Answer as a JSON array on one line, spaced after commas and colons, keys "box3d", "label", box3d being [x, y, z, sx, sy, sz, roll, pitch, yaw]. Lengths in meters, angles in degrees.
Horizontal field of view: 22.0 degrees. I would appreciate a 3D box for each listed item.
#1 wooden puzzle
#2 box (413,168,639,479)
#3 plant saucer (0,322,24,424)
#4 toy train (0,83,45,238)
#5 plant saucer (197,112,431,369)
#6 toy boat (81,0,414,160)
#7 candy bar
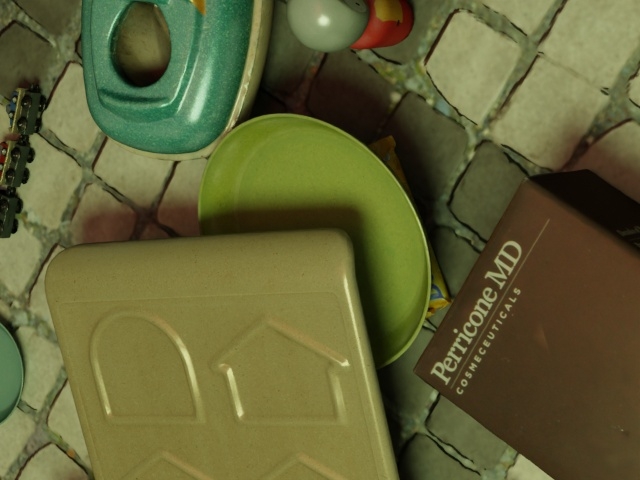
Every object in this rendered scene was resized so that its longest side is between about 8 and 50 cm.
[{"box3d": [-0.071, 0.162, 1.460, 0.322, 0.080, 0.348, -4, 102, 31], "label": "wooden puzzle"}, {"box3d": [0.282, 0.124, 1.244, 0.381, 0.143, 0.191, 36, 111, 24], "label": "box"}, {"box3d": [-0.340, 0.130, 1.662, 0.119, 0.021, 0.119, 2, 95, 30], "label": "plant saucer"}, {"box3d": [-0.302, -0.080, 1.623, 0.036, 0.027, 0.158, 25, 107, 37], "label": "toy train"}, {"box3d": [0.000, 0.000, 1.418, 0.241, 0.037, 0.241, 17, 121, 31], "label": "plant saucer"}, {"box3d": [-0.083, -0.199, 1.418, 0.318, 0.148, 0.267, 5, 96, 29], "label": "toy boat"}, {"box3d": [0.073, -0.010, 1.419, 0.040, 0.018, 0.161, -24, 81, 29], "label": "candy bar"}]
